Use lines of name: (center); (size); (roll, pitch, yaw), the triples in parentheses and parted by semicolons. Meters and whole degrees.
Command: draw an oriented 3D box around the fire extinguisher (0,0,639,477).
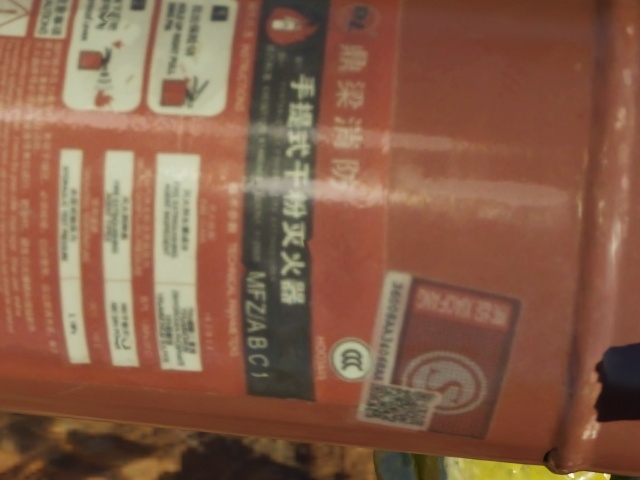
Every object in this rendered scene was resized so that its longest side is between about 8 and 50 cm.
fire extinguisher: (0.000, 0.000, 0.361); (0.337, 0.147, 0.106); (5, 118, 6)

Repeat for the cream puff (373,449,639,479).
cream puff: (0.172, 0.082, 0.982); (0.275, 0.378, 0.378); (-48, 65, 24)
